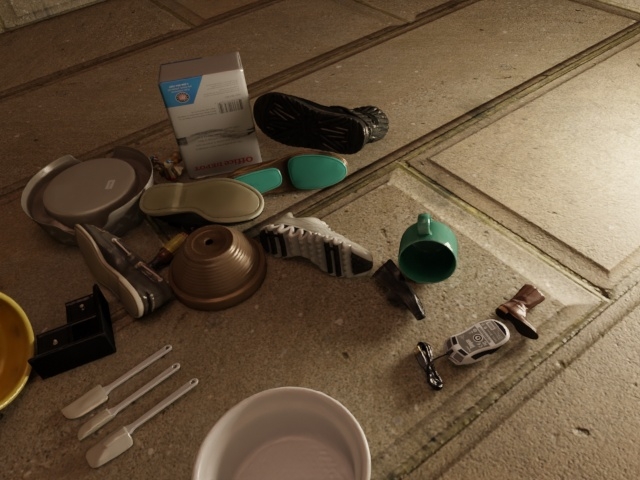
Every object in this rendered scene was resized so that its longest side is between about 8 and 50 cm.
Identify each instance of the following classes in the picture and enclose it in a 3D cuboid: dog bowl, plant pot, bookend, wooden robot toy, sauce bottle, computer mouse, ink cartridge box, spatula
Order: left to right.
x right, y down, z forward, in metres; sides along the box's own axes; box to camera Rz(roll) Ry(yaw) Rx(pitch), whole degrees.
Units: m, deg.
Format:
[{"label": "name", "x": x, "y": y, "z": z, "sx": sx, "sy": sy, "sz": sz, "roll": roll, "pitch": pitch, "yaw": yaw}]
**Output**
[{"label": "plant pot", "x": -0.758, "y": 0.229, "z": 1.060, "sx": 0.239, "sy": 0.254, "sz": 0.254, "roll": -9, "pitch": 42, "yaw": 20}, {"label": "bookend", "x": -0.544, "y": 0.195, "z": 1.171, "sx": 0.156, "sy": 0.072, "sz": 0.157, "roll": -20, "pitch": 45, "yaw": -12}, {"label": "dog bowl", "x": -0.625, "y": -0.125, "z": 1.484, "sx": 0.349, "sy": 0.102, "sz": 0.348, "roll": -3, "pitch": 45, "yaw": 3}, {"label": "spatula", "x": -0.373, "y": 0.318, "z": 1.068, "sx": 0.242, "sy": 0.019, "sz": 0.168, "roll": -33, "pitch": 45, "yaw": -25}, {"label": "sauce bottle", "x": -0.380, "y": 0.029, "z": 1.339, "sx": 0.042, "sy": 0.042, "sz": 0.128, "roll": 24, "pitch": 51, "yaw": 28}, {"label": "wooden robot toy", "x": -0.438, "y": -0.229, "z": 1.580, "sx": 0.173, "sy": 0.076, "sz": 0.079, "roll": 17, "pitch": 49, "yaw": 42}, {"label": "ink cartridge box", "x": -0.306, "y": -0.351, "z": 1.526, "sx": 0.223, "sy": 0.307, "sz": 0.129, "roll": -12, "pitch": 43, "yaw": -4}, {"label": "plant pot", "x": -0.250, "y": 0.041, "z": 1.265, "sx": 0.237, "sy": 0.109, "sz": 0.237, "roll": -3, "pitch": 45, "yaw": 3}, {"label": "computer mouse", "x": 0.286, "y": 0.220, "z": 1.067, "sx": 0.193, "sy": 0.042, "sz": 0.106, "roll": -21, "pitch": 41, "yaw": -6}]

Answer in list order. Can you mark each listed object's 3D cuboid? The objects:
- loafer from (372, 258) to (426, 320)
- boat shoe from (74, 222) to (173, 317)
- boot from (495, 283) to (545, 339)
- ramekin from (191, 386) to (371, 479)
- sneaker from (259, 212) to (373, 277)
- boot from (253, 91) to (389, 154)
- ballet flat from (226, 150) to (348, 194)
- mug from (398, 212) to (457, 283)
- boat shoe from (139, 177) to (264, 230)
[{"label": "loafer", "x": 0.173, "y": 0.117, "z": 1.180, "sx": 0.061, "sy": 0.062, "sz": 0.170, "roll": -34, "pitch": 43, "yaw": 4}, {"label": "boat shoe", "x": -0.477, "y": 0.061, "z": 1.285, "sx": 0.095, "sy": 0.112, "sz": 0.335, "roll": -23, "pitch": 50, "yaw": -40}, {"label": "boot", "x": 0.444, "y": 0.146, "z": 1.128, "sx": 0.114, "sy": 0.037, "sz": 0.106, "roll": -28, "pitch": 50, "yaw": -26}, {"label": "ramekin", "x": -0.054, "y": 0.390, "z": 0.860, "sx": 0.277, "sy": 0.135, "sz": 0.277, "roll": -5, "pitch": 42, "yaw": 5}, {"label": "sneaker", "x": 0.000, "y": 0.000, "z": 1.285, "sx": 0.292, "sy": 0.110, "sz": 0.118, "roll": 18, "pitch": 41, "yaw": 23}, {"label": "boot", "x": 0.008, "y": -0.341, "z": 1.533, "sx": 0.348, "sy": 0.131, "sz": 0.260, "roll": 21, "pitch": 27, "yaw": 11}, {"label": "ballet flat", "x": -0.098, "y": -0.190, "z": 1.497, "sx": 0.342, "sy": 0.116, "sz": 0.124, "roll": -15, "pitch": 26, "yaw": -2}, {"label": "mug", "x": 0.248, "y": 0.009, "z": 1.201, "sx": 0.129, "sy": 0.157, "sz": 0.097, "roll": 23, "pitch": 41, "yaw": -4}, {"label": "boat shoe", "x": -0.294, "y": -0.078, "z": 1.390, "sx": 0.340, "sy": 0.113, "sz": 0.127, "roll": -2, "pitch": 62, "yaw": 14}]
